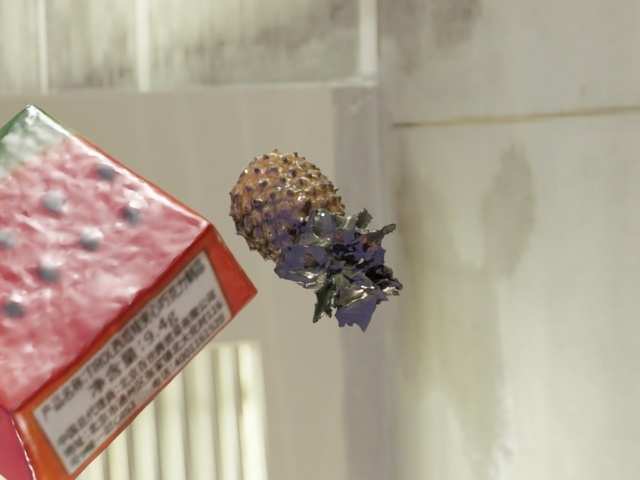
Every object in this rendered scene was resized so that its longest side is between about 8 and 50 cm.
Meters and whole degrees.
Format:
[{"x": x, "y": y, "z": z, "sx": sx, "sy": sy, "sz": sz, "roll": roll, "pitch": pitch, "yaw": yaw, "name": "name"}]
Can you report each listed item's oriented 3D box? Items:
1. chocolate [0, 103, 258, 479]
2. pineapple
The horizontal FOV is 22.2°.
[{"x": -0.309, "y": 0.050, "z": 1.807, "sx": 0.341, "sy": 0.360, "sz": 0.161, "roll": 33, "pitch": 155, "yaw": 27, "name": "chocolate"}, {"x": 0.000, "y": 0.000, "z": 1.595, "sx": 0.251, "sy": 0.125, "sz": 0.125, "roll": -132, "pitch": 42, "yaw": -54, "name": "pineapple"}]
